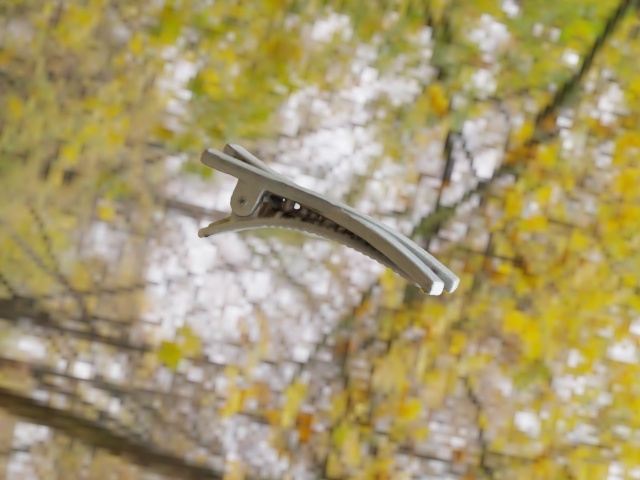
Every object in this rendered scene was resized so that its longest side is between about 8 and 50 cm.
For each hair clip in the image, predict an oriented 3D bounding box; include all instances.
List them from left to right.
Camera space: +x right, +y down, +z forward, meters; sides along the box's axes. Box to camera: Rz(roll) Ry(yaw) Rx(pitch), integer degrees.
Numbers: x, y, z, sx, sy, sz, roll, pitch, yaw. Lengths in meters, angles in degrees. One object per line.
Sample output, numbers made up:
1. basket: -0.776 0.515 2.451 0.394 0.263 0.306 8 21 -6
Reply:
1. hair clip: 0.001 0.000 0.765 0.115 0.030 0.039 25 -70 22
